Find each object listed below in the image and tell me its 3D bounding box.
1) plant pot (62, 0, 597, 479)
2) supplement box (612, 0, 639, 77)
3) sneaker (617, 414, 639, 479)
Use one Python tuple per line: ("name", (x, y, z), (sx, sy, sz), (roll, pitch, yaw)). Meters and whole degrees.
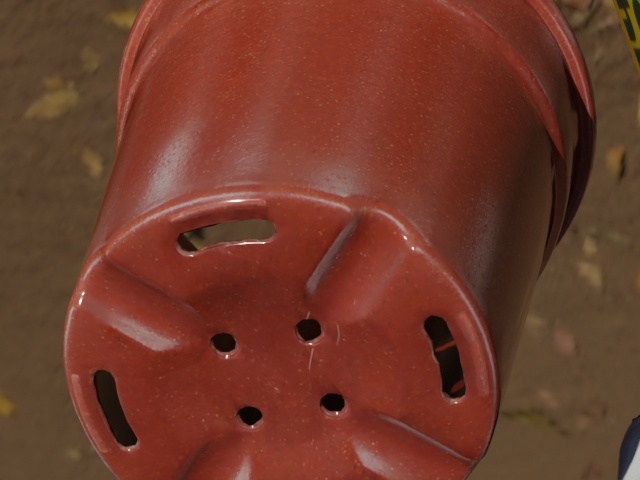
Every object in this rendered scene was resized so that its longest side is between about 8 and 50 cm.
("plant pot", (0.000, 0.000, 0.997), (0.272, 0.265, 0.272), (4, 120, 7))
("supplement box", (0.273, -0.140, 0.630), (0.356, 0.195, 0.194), (-20, 95, 0))
("sneaker", (0.163, 0.160, 0.991), (0.083, 0.190, 0.071), (25, 133, -25))
